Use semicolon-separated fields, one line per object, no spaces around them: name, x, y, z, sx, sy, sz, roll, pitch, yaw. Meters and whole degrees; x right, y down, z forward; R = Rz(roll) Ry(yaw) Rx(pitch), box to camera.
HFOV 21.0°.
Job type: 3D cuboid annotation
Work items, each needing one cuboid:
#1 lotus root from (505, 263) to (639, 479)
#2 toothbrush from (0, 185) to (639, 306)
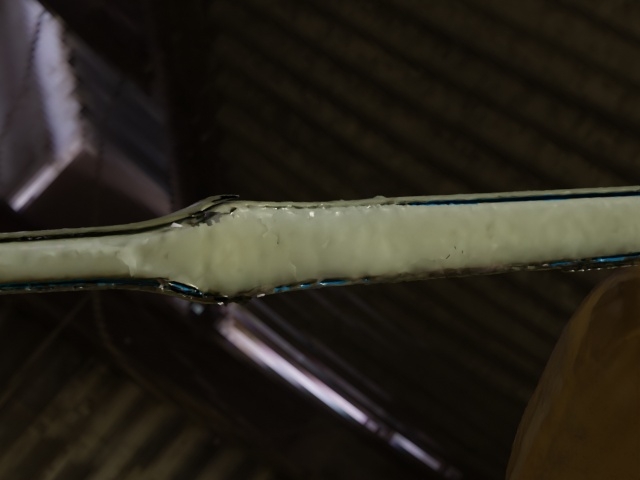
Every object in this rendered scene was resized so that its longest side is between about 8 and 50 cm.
lotus root;0.206;0.152;1.105;0.169;0.151;0.342;37;-49;25
toothbrush;0.003;0.001;0.413;0.028;0.294;0.026;-164;-108;-69
